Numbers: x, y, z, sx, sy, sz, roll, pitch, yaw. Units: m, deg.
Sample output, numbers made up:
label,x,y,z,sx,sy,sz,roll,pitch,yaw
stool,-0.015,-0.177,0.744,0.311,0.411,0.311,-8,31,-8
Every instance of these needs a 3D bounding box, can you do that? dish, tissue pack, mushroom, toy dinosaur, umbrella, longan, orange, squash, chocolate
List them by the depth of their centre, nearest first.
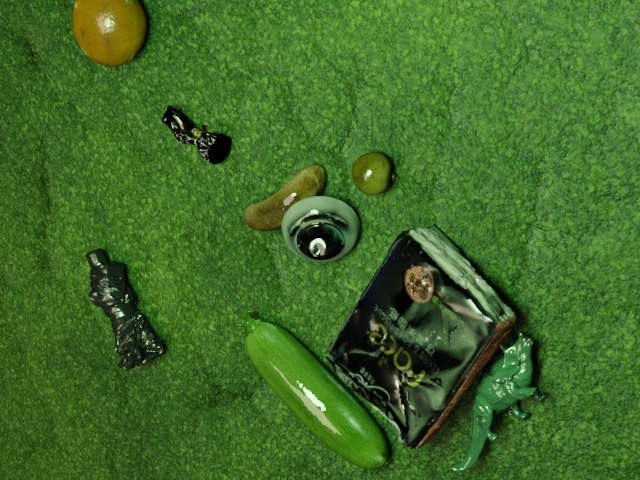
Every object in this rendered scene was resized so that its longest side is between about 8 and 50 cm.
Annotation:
label,x,y,z,sx,sy,sz,roll,pitch,yaw
toy dinosaur,0.308,0.282,1.645,0.120,0.079,0.292,23,117,33
tissue pack,0.165,0.170,1.659,0.245,0.123,0.332,48,129,27
longan,0.095,-0.113,1.660,0.083,0.075,0.075,4,116,-10
dish,0.000,0.000,1.712,0.141,0.078,0.141,1,129,1
mushroom,-0.073,-0.061,1.781,0.209,0.094,0.072,-31,85,35
orange,-0.399,-0.411,1.860,0.156,0.124,0.156,31,133,41
squash,-0.020,0.286,1.861,0.395,0.107,0.107,46,127,14
chocolate,-0.238,-0.204,1.871,0.147,0.070,0.072,39,136,30
umbrella,-0.436,0.146,2.109,0.110,0.122,0.272,-27,85,-5
